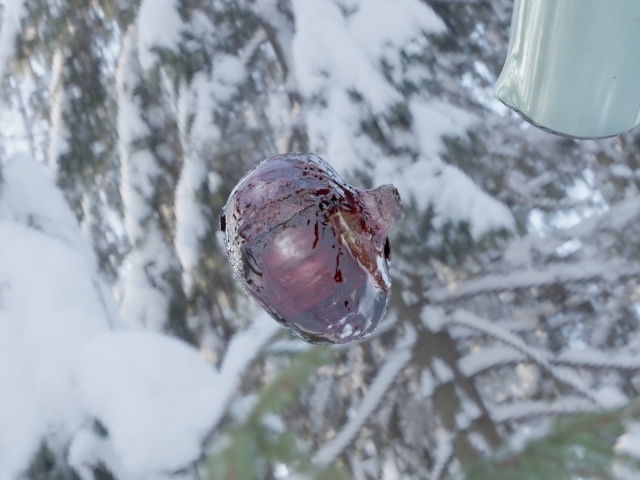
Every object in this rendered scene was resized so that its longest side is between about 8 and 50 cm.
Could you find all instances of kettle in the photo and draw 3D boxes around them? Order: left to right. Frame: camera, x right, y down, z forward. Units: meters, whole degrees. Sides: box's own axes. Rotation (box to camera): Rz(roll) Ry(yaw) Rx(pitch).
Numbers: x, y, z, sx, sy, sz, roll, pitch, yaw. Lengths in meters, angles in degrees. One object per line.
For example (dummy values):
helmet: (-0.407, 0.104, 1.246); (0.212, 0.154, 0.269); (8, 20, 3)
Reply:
kettle: (0.438, -0.350, 1.998); (0.361, 0.250, 0.377); (-7, -44, -12)

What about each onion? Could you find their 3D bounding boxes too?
onion: (0.000, 0.000, 1.709); (0.219, 0.252, 0.252); (-28, -36, 18)
